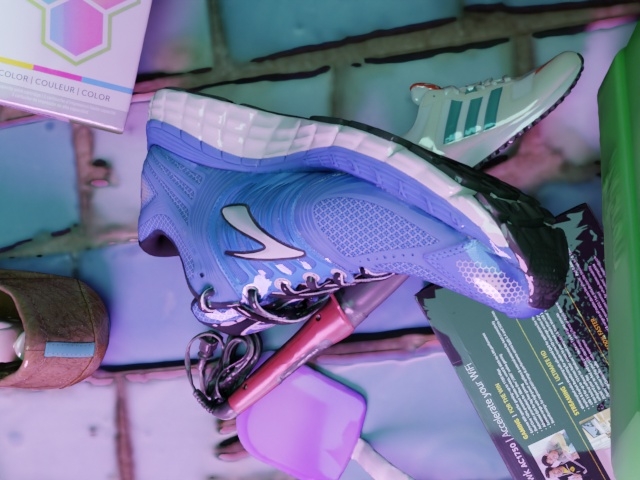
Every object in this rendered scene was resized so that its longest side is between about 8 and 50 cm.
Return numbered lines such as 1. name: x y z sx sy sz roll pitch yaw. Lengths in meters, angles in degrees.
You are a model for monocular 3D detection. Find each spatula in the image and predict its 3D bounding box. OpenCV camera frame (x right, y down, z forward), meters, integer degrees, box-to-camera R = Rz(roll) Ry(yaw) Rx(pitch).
1. spatula: 0.064 0.174 0.597 0.296 0.030 0.084 25 96 29

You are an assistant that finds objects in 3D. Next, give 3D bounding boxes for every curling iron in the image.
1. curling iron: 0.004 0.042 0.602 0.274 0.035 0.068 -36 81 22

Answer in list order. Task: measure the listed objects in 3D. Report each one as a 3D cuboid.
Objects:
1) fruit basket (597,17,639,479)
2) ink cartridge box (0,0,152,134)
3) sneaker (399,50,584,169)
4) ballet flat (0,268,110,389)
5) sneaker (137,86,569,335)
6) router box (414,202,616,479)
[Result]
1. fruit basket: 0.290 0.025 0.445 0.283 0.392 0.392 5 91 13
2. ink cartridge box: -0.178 -0.193 0.632 0.109 0.062 0.209 13 93 -16
3. sneaker: 0.102 -0.091 0.591 0.161 0.057 0.075 -38 88 13
4. ballet flat: -0.335 0.059 0.659 0.342 0.124 0.116 9 92 13
5. sneaker: 0.000 0.000 0.543 0.330 0.129 0.147 17 93 42
6. router box: 0.164 0.083 0.584 0.133 0.046 0.179 -29 84 12
